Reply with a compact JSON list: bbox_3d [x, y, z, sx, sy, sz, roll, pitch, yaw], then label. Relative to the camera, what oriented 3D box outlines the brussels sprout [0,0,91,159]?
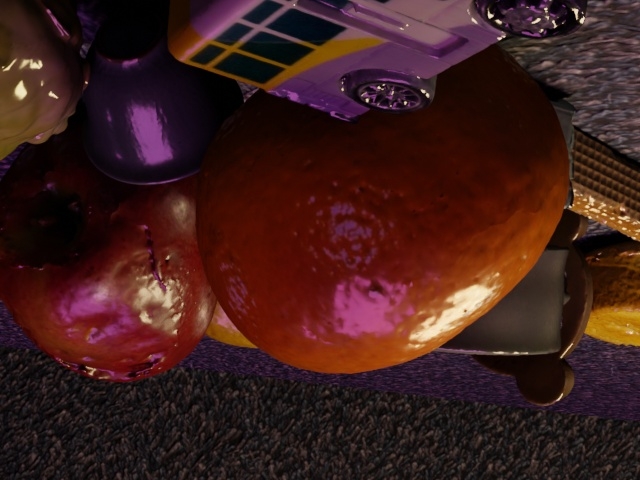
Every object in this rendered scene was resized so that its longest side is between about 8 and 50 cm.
[{"bbox_3d":[-0.382,-0.207,1.348,0.273,0.243,0.317,-12,155,-12],"label":"brussels sprout"}]

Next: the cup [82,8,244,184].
[{"bbox_3d":[-0.199,-0.185,1.489,0.199,0.199,0.150,2,145,14],"label":"cup"}]

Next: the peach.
[{"bbox_3d":[-0.310,0.027,1.906,0.339,0.353,0.416,5,167,14],"label":"peach"}]

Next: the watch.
[{"bbox_3d":[0.202,0.075,1.899,0.335,0.314,0.327,7,-178,42],"label":"watch"}]

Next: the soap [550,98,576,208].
[{"bbox_3d":[0.205,-0.093,1.640,0.094,0.150,0.261,13,162,-31],"label":"soap"}]

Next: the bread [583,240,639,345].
[{"bbox_3d":[0.530,0.087,2.139,0.268,0.146,0.268,9,161,3],"label":"bread"}]

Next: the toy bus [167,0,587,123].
[{"bbox_3d":[0.060,-0.266,1.017,0.249,0.209,0.440,16,163,-25],"label":"toy bus"}]

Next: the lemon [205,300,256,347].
[{"bbox_3d":[-0.127,0.062,2.161,0.288,0.234,0.233,19,161,-18],"label":"lemon"}]

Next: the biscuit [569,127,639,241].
[{"bbox_3d":[0.404,-0.063,1.767,0.378,0.094,0.054,20,159,-39],"label":"biscuit"}]

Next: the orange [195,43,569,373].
[{"bbox_3d":[0.052,-0.059,1.405,0.424,0.424,0.326,-15,118,52],"label":"orange"}]
